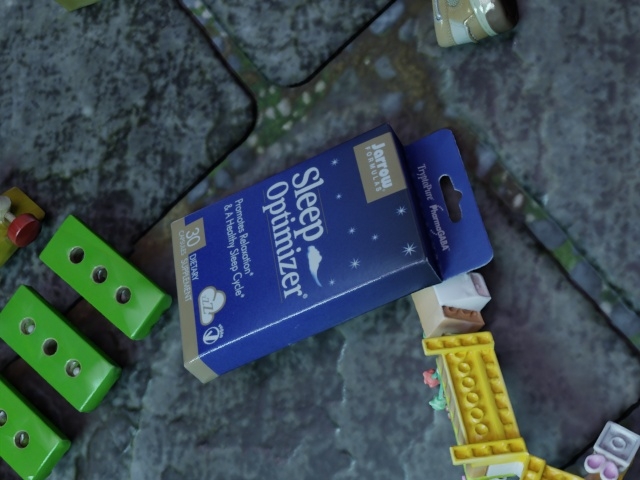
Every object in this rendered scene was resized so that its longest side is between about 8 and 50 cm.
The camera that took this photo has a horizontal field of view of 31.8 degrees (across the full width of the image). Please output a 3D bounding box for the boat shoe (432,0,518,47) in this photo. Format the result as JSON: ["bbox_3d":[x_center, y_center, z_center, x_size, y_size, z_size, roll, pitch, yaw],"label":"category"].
[{"bbox_3d":[0.089,-0.235,0.834,0.072,0.068,0.190,-17,73,28],"label":"boat shoe"}]

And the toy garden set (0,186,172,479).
[{"bbox_3d":[-0.253,0.085,0.897,0.204,0.049,0.244,37,93,21],"label":"toy garden set"}]

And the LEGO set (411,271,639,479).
[{"bbox_3d":[0.138,0.148,0.731,0.132,0.107,0.287,-36,59,-28],"label":"LEGO set"}]

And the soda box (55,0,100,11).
[{"bbox_3d":[-0.148,-0.250,0.924,0.181,0.058,0.061,-15,74,17],"label":"soda box"}]

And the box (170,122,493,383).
[{"bbox_3d":[0.000,0.000,0.802,0.225,0.036,0.136,-23,48,13],"label":"box"}]
